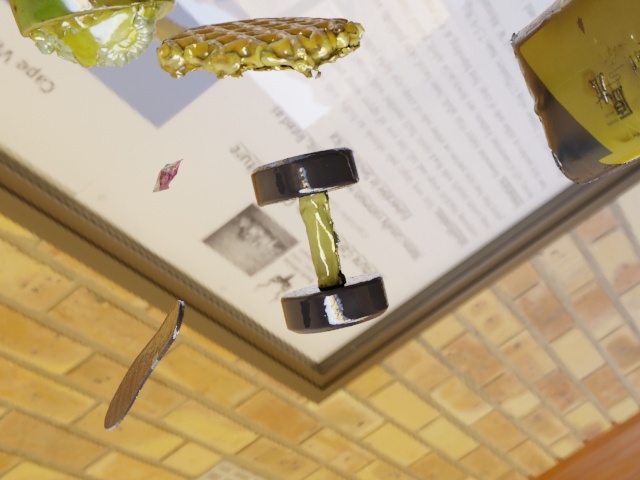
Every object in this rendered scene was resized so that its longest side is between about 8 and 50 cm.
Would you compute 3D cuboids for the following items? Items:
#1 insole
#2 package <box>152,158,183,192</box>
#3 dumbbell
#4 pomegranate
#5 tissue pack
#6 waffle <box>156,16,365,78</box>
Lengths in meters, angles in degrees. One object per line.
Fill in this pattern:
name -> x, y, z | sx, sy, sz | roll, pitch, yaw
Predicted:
insole -> -0.290, 0.207, 1.397 | 0.012, 0.309, 0.110 | 23, -141, -21
package -> -0.328, -0.139, 1.835 | 0.029, 0.059, 0.083 | 43, -129, -35
dumbbell -> 0.000, 0.000, 1.618 | 0.204, 0.203, 0.323 | -22, -81, -78
pomegranate -> -0.372, -0.401, 1.380 | 0.260, 0.260, 0.340 | 49, 170, -23
tissue pack -> 0.470, -0.267, 1.139 | 0.264, 0.253, 0.416 | 67, 164, 3
waffle -> -0.072, -0.249, 1.081 | 0.245, 0.254, 0.052 | -48, -43, -58
